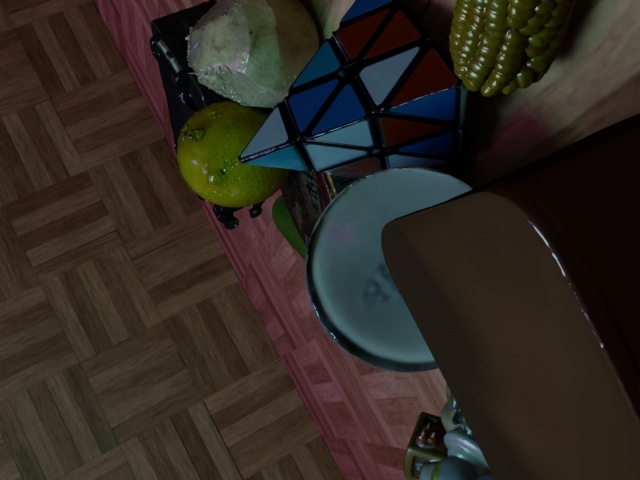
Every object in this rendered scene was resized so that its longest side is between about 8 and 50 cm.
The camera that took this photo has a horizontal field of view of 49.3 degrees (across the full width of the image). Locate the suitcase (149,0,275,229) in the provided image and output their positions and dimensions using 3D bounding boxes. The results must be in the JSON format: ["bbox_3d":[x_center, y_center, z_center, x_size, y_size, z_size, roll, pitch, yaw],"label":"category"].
[{"bbox_3d":[-0.202,-0.250,1.416,0.283,0.194,0.434,54,161,29],"label":"suitcase"}]

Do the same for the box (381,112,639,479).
[{"bbox_3d":[0.241,0.084,0.508,0.339,0.229,0.239,64,163,-2],"label":"box"}]

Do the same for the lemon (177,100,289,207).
[{"bbox_3d":[-0.136,-0.138,1.121,0.173,0.206,0.173,7,104,30],"label":"lemon"}]

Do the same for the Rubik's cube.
[{"bbox_3d":[0.095,-0.180,0.734,0.234,0.284,0.250,-167,88,-70],"label":"Rubik's cube"}]

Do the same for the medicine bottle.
[{"bbox_3d":[0.090,0.026,0.784,0.190,0.190,0.332,63,-176,2],"label":"medicine bottle"}]

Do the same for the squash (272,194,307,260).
[{"bbox_3d":[0.000,0.000,1.361,0.379,0.101,0.101,42,153,49],"label":"squash"}]

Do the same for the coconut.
[{"bbox_3d":[-0.090,-0.290,1.056,0.194,0.194,0.194,55,162,28],"label":"coconut"}]

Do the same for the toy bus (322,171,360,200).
[{"bbox_3d":[0.083,-0.039,1.011,0.123,0.121,0.335,-124,12,-72],"label":"toy bus"}]

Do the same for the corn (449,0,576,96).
[{"bbox_3d":[0.156,-0.234,0.510,0.102,0.102,0.313,54,162,30],"label":"corn"}]

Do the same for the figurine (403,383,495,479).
[{"bbox_3d":[0.205,0.224,0.816,0.186,0.261,0.382,16,127,9],"label":"figurine"}]

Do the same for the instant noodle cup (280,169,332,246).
[{"bbox_3d":[0.008,-0.091,1.183,0.274,0.091,0.274,57,159,36],"label":"instant noodle cup"}]
